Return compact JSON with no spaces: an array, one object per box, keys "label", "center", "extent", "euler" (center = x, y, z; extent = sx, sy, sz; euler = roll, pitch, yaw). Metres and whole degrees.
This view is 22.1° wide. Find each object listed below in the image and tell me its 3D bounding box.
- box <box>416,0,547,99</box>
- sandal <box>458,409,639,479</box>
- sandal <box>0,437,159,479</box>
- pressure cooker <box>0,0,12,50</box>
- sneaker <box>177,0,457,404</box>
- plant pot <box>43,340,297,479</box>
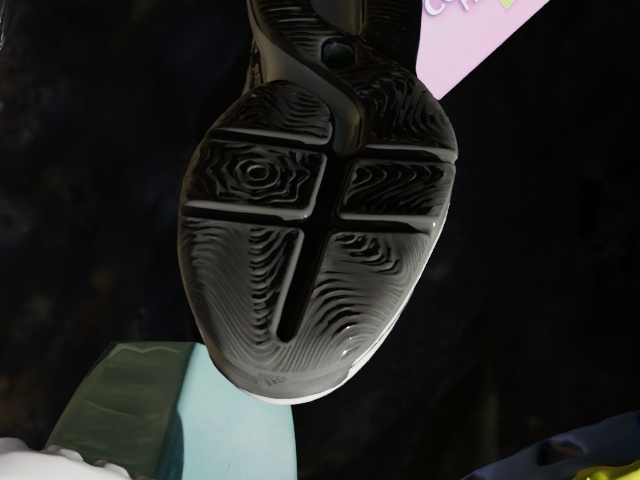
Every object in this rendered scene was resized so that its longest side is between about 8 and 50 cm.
[{"label":"box","center":[0.133,-0.282,1.499],"extent":[0.117,0.243,0.213],"euler":[40,110,-22]},{"label":"sandal","center":[0.194,0.109,0.720],"extent":[0.317,0.138,0.126],"euler":[-11,114,-5]},{"label":"sandal","center":[-0.041,0.231,0.916],"extent":[0.416,0.102,0.169],"euler":[17,124,-16]},{"label":"pressure cooker","center":[-0.562,-0.239,1.791],"extent":[0.420,0.375,0.370],"euler":[11,128,-10]},{"label":"sneaker","center":[0.001,0.000,1.152],"extent":[0.169,0.447,0.257],"euler":[6,131,2]},{"label":"plant pot","center":[-0.120,0.202,1.245],"extent":[0.165,0.165,0.234],"euler":[28,67,-42]}]
